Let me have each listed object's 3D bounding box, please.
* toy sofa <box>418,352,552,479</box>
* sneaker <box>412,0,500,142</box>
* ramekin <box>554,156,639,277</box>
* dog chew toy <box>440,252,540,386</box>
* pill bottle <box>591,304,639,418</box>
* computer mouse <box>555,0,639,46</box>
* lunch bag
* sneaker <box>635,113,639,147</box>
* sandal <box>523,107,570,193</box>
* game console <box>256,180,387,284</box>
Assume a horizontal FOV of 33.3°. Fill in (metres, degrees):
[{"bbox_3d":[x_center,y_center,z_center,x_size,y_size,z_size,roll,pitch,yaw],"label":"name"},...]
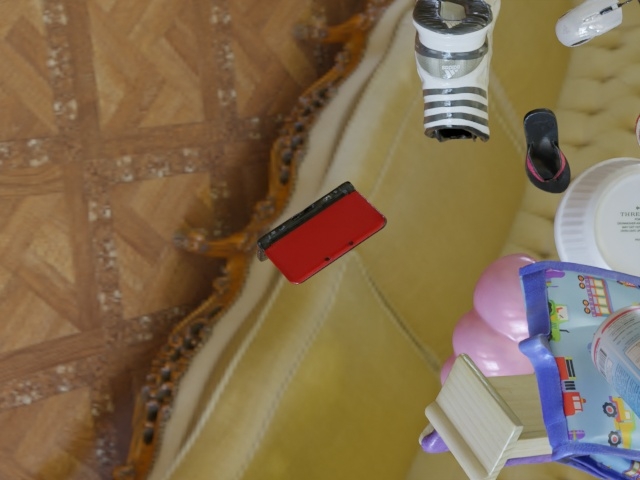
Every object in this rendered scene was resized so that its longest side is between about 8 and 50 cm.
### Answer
[{"bbox_3d":[0.331,0.265,1.520,0.363,0.150,0.177,2,125,-33],"label":"toy sofa"},{"bbox_3d":[0.227,-0.319,1.871,0.447,0.169,0.257,-67,160,-60],"label":"sneaker"},{"bbox_3d":[0.580,-0.022,1.981,0.273,0.127,0.272,0,90,-7],"label":"ramekin"},{"bbox_3d":[0.354,0.191,2.103,0.207,0.206,0.332,25,102,-48],"label":"dog chew toy"},{"bbox_3d":[0.325,0.132,0.999,0.087,0.160,0.087,-6,118,-12],"label":"pill bottle"},{"bbox_3d":[0.505,-0.406,1.930,0.042,0.193,0.106,-24,89,-53],"label":"computer mouse"},{"bbox_3d":[0.332,0.148,1.168,0.293,0.138,0.221,20,54,-33],"label":"lunch bag"},{"bbox_3d":[0.686,-0.218,2.097,0.221,0.087,0.128,78,-5,-47],"label":"sneaker"},{"bbox_3d":[0.346,-0.127,1.649,0.179,0.067,0.040,64,20,-47],"label":"sandal"},{"bbox_3d":[0.000,0.000,1.352,0.144,0.124,0.085,-33,79,-11],"label":"game console"}]
